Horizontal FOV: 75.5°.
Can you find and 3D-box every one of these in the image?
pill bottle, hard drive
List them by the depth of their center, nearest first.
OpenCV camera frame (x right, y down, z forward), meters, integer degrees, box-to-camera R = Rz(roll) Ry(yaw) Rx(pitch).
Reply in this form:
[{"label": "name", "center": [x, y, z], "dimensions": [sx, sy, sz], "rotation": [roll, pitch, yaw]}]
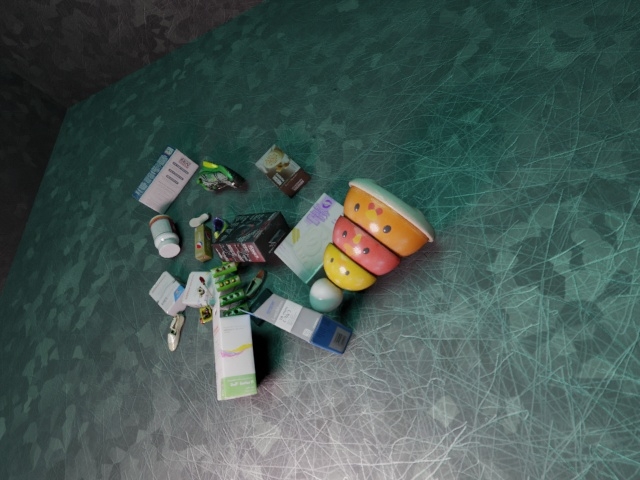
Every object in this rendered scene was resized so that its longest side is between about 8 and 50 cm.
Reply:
[{"label": "hard drive", "center": [-0.241, 0.277, 1.728], "dimensions": [0.135, 0.022, 0.094], "rotation": [-50, 52, 0]}, {"label": "pill bottle", "center": [-0.806, -0.023, 2.148], "dimensions": [0.121, 0.121, 0.221], "rotation": [-38, 54, 9]}]

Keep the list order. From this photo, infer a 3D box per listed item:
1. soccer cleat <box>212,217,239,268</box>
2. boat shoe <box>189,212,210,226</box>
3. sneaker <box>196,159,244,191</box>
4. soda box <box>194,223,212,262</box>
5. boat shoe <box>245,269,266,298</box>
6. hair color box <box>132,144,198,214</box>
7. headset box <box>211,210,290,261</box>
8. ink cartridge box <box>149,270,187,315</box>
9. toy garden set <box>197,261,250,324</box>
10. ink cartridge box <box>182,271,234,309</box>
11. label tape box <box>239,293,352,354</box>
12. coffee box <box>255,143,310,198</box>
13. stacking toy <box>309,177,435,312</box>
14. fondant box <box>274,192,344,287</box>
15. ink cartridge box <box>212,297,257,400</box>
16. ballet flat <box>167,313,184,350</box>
[{"label": "soccer cleat", "center": [-0.450, 0.017, 1.918], "dimensions": [0.093, 0.121, 0.289], "rotation": [-29, 55, 15]}, {"label": "boat shoe", "center": [-0.621, -0.108, 2.135], "dimensions": [0.125, 0.038, 0.046], "rotation": [-29, 97, 22]}, {"label": "sneaker", "center": [-0.516, -0.309, 2.134], "dimensions": [0.344, 0.134, 0.146], "rotation": [19, 84, 45]}, {"label": "soda box", "center": [-0.575, 0.013, 2.032], "dimensions": [0.058, 0.061, 0.181], "rotation": [-23, 56, 18]}, {"label": "boat shoe", "center": [-0.279, 0.183, 1.785], "dimensions": [0.049, 0.043, 0.137], "rotation": [18, 75, 37]}, {"label": "hair color box", "center": [-0.861, -0.336, 2.305], "dimensions": [0.105, 0.174, 0.347], "rotation": [31, 84, 39]}, {"label": "headset box", "center": [-0.288, -0.015, 1.780], "dimensions": [0.293, 0.110, 0.218], "rotation": [-3, 38, 36]}, {"label": "ink cartridge box", "center": [-0.710, 0.254, 1.977], "dimensions": [0.191, 0.082, 0.139], "rotation": [31, 84, 39]}, {"label": "toy garden set", "center": [-0.430, 0.222, 1.743], "dimensions": [0.204, 0.049, 0.244], "rotation": [-20, 68, -6]}, {"label": "ink cartridge box", "center": [-0.500, 0.224, 1.863], "dimensions": [0.213, 0.093, 0.154], "rotation": [-1, 65, 27]}, {"label": "label tape box", "center": [-0.087, 0.286, 1.496], "dimensions": [0.334, 0.241, 0.105], "rotation": [16, 76, 35]}, {"label": "coffee box", "center": [-0.179, -0.327, 1.947], "dimensions": [0.141, 0.098, 0.246], "rotation": [-45, 52, 3]}, {"label": "stacking toy", "center": [0.132, 0.058, 1.436], "dimensions": [0.351, 0.351, 0.479], "rotation": [37, 93, 38]}, {"label": "fondant box", "center": [0.000, 0.000, 1.681], "dimensions": [0.330, 0.096, 0.238], "rotation": [-49, 52, -1]}, {"label": "ink cartridge box", "center": [-0.330, 0.406, 1.561], "dimensions": [0.207, 0.119, 0.353], "rotation": [133, 132, -60]}, {"label": "ballet flat", "center": [-0.671, 0.417, 1.891], "dimensions": [0.057, 0.052, 0.168], "rotation": [-3, 65, 29]}]
